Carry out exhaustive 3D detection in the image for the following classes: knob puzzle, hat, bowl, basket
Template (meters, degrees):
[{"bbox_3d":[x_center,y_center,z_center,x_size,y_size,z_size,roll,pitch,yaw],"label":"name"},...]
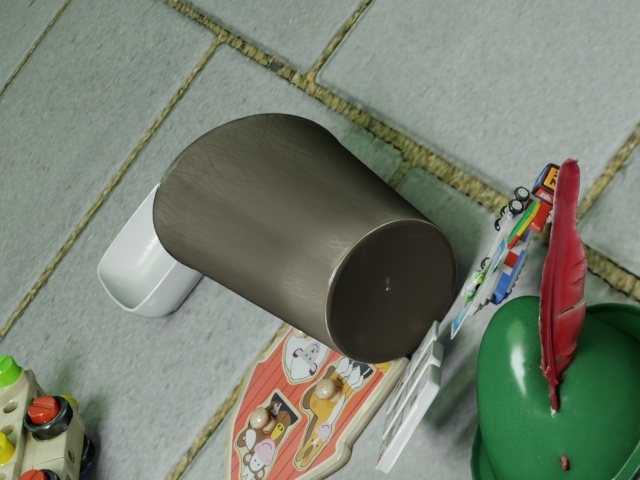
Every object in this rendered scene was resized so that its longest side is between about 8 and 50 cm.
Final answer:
[{"bbox_3d":[-0.027,0.141,1.319,0.213,0.030,0.213,-33,38,30],"label":"knob puzzle"},{"bbox_3d":[0.123,0.070,1.041,0.173,0.183,0.208,15,73,56],"label":"hat"},{"bbox_3d":[-0.158,0.012,1.593,0.142,0.053,0.142,-54,31,1],"label":"bowl"},{"bbox_3d":[0.000,0.000,1.299,0.227,0.204,0.154,35,127,50],"label":"basket"}]

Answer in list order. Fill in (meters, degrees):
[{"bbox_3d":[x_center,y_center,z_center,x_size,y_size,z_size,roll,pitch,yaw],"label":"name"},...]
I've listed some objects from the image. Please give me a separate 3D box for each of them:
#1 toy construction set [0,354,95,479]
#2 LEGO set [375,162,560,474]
[{"bbox_3d":[-0.329,0.250,1.500,0.215,0.151,0.328,-17,50,10],"label":"toy construction set"},{"bbox_3d":[0.123,0.051,1.134,0.244,0.060,0.182,-61,0,12],"label":"LEGO set"}]
